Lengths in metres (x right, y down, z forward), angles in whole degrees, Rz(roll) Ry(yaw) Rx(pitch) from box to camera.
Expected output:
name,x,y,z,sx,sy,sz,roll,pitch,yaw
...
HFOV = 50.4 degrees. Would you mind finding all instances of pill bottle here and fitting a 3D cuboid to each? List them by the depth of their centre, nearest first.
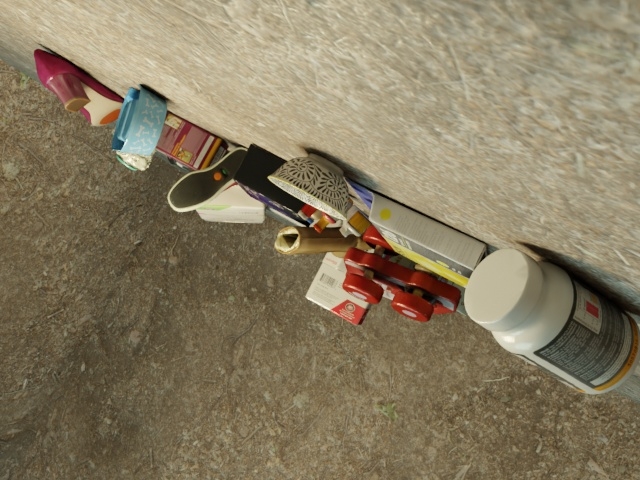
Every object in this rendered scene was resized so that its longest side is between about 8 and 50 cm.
name,x,y,z,sx,sy,sz,roll,pitch,yaw
pill bottle,0.378,0.131,1.111,0.278,0.162,0.162,31,176,-25

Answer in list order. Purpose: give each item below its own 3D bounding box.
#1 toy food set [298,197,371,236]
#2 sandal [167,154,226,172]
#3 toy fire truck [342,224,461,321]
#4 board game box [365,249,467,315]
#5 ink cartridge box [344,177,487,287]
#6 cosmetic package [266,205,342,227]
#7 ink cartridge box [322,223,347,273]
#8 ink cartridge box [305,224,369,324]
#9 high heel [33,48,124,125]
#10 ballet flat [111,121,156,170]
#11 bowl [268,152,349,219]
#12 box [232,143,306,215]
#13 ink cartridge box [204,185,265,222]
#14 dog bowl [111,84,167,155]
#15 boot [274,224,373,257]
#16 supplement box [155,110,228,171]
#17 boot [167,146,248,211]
name,x,y,z,sx,sy,sz,roll,pitch,yaw
toy food set,0.023,-0.051,1.443,0.111,0.104,0.232,41,-173,-21
sandal,-0.364,-0.241,2.091,0.167,0.107,0.445,26,176,34
toy fire truck,0.198,0.104,1.682,0.302,0.170,0.254,20,165,15
board game box,0.277,0.088,1.942,0.303,0.098,0.224,32,175,-37
ink cartridge box,0.201,-0.001,1.416,0.307,0.072,0.303,26,176,20
cosmetic package,-0.055,-0.083,2.186,0.231,0.086,0.117,30,177,-7
ink cartridge box,0.083,0.025,2.086,0.063,0.151,0.109,30,177,-26
ink cartridge box,0.105,0.112,2.232,0.196,0.273,0.114,28,-179,13
high heel,-0.692,-0.451,1.998,0.181,0.127,0.377,57,-178,2
ballet flat,-0.566,-0.327,2.134,0.147,0.147,0.409,30,-170,-27
bowl,-0.007,-0.112,1.283,0.170,0.080,0.170,29,177,2
box,-0.093,-0.127,1.662,0.184,0.103,0.261,26,177,5
ink cartridge box,-0.267,-0.131,2.066,0.207,0.119,0.353,2,174,-5
dog bowl,-0.445,-0.287,1.668,0.074,0.166,0.297,16,-178,-25
boot,0.000,0.000,1.783,0.269,0.089,0.236,-3,169,-32
supplement box,-0.354,-0.255,1.800,0.188,0.104,0.081,28,177,9
boot,-0.268,-0.145,1.757,0.088,0.244,0.176,60,180,3
